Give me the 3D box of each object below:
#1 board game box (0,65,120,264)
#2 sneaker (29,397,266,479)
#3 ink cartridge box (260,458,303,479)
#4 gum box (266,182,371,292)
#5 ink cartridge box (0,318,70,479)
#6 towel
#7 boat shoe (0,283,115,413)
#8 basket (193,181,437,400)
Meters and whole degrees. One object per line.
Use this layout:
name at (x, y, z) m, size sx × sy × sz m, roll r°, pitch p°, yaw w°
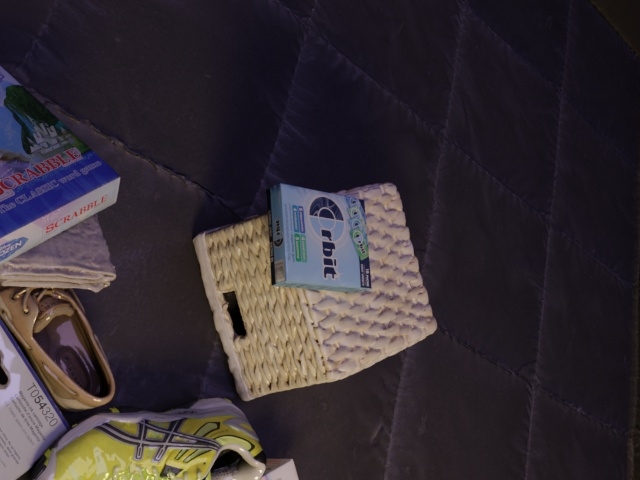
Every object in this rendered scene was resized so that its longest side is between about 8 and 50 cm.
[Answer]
board game box at (-0.503, -0.103, 1.017) m, size 0.318 × 0.066 × 0.319 m, roll 40°, pitch 47°, yaw 13°
sneaker at (-0.249, 0.340, 1.143) m, size 0.385 × 0.147 × 0.145 m, roll -8°, pitch 117°, yaw -41°
ink cartridge box at (-0.115, 0.431, 1.287) m, size 0.198 × 0.115 × 0.067 m, roll -16°, pitch 89°, yaw -44°
gum box at (0.000, 0.000, 1.198) m, size 0.184 × 0.041 × 0.157 m, roll 9°, pitch 71°, yaw -42°
ink cartridge box at (-0.553, 0.229, 0.983) m, size 0.330 × 0.071 × 0.324 m, roll -38°, pitch 104°, yaw -45°
towel at (-0.425, -0.044, 1.118) m, size 0.187 × 0.049 × 0.282 m, roll 9°, pitch 46°, yaw -43°
boat shoe at (-0.412, 0.099, 1.111) m, size 0.121 × 0.110 × 0.341 m, roll -39°, pitch 103°, yaw -41°
basket at (-0.001, 0.088, 1.385) m, size 0.331 × 0.266 × 0.328 m, roll -15°, pitch 88°, yaw -45°
